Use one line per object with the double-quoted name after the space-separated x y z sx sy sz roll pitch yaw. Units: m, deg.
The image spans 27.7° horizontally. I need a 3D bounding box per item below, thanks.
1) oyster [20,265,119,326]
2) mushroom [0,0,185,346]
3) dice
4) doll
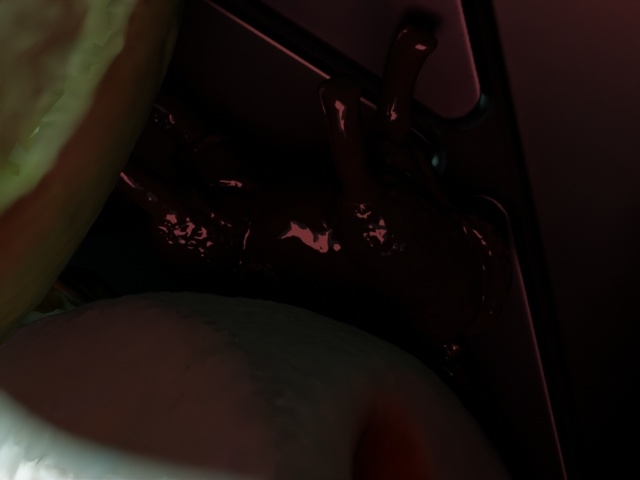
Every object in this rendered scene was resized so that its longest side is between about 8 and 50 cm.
-0.107 0.053 0.553 0.105 0.056 0.177 -23 127 38 "oyster"
-0.170 -0.108 0.419 0.292 0.212 0.217 35 164 -2 "mushroom"
-0.055 0.195 0.478 0.243 0.259 0.251 -16 135 24 "dice"
0.000 0.000 0.490 0.139 0.057 0.165 -7 126 17 "doll"
